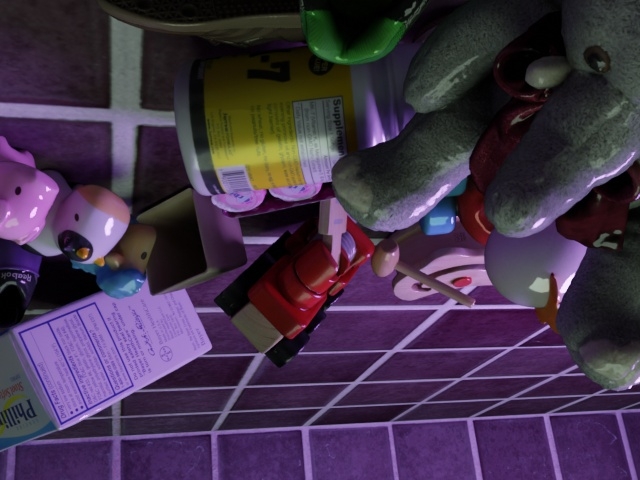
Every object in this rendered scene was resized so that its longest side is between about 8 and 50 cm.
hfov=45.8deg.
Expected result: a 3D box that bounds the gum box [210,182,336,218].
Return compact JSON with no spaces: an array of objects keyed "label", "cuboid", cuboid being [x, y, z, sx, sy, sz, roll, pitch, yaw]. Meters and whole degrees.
[{"label":"gum box","cuboid":[-0.025,-0.096,0.759,0.188,0.107,0.062,-10,157,11]}]

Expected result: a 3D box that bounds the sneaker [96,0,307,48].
[{"label":"sneaker","cuboid":[-0.083,-0.179,0.608,0.188,0.066,0.071,1,161,-12]}]

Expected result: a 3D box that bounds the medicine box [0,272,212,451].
[{"label":"medicine box","cuboid":[-0.361,0.178,1.119,0.263,0.149,0.289,-26,178,39]}]

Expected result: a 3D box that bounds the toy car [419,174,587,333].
[{"label":"toy car","cuboid":[0.239,0.001,0.881,0.219,0.238,0.210,-6,157,1]}]

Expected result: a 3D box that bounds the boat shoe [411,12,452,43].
[{"label":"boat shoe","cuboid":[0.205,-0.142,0.722,0.257,0.095,0.095,6,154,-26]}]

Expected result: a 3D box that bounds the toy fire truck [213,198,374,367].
[{"label":"toy fire truck","cuboid":[0.000,0.000,0.937,0.246,0.158,0.217,-42,-178,28]}]

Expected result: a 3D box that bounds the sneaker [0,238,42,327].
[{"label":"sneaker","cuboid":[-0.441,0.065,1.010,0.107,0.124,0.283,8,153,-28]}]

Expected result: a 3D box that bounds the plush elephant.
[{"label":"plush elephant","cuboid":[0.172,-0.078,0.445,0.330,0.272,0.255,-50,168,11]}]

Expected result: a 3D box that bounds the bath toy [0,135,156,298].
[{"label":"bath toy","cuboid":[-0.324,-0.037,0.800,0.151,0.129,0.348,-16,154,23]}]

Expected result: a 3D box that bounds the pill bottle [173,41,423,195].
[{"label":"pill bottle","cuboid":[-0.011,-0.108,0.653,0.208,0.119,0.119,-6,157,3]}]

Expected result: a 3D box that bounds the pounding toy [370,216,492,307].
[{"label":"pounding toy","cuboid":[0.186,0.054,1.093,0.269,0.155,0.154,2,151,-17]}]

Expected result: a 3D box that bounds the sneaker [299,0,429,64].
[{"label":"sneaker","cuboid":[0.056,-0.225,0.407,0.134,0.146,0.343,10,155,-1]}]

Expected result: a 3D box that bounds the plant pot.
[{"label":"plant pot","cuboid":[-0.157,0.006,0.976,0.109,0.109,0.096,-23,163,34]}]
